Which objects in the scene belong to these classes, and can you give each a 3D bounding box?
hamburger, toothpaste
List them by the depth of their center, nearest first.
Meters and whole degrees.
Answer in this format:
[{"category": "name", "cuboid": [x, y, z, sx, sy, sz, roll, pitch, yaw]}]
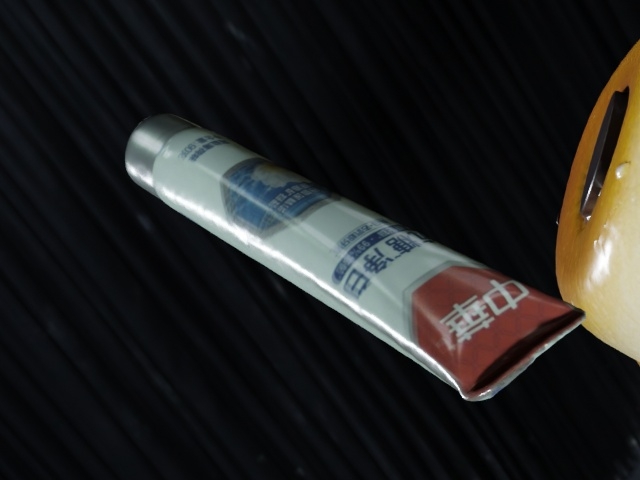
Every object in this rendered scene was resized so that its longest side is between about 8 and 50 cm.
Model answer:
[{"category": "toothpaste", "cuboid": [0.000, 0.000, 0.557, 0.062, 0.039, 0.239, -32, 41, -29]}, {"category": "hamburger", "cuboid": [0.218, -0.024, 0.754, 0.237, 0.147, 0.237, -162, 90, -90]}]
